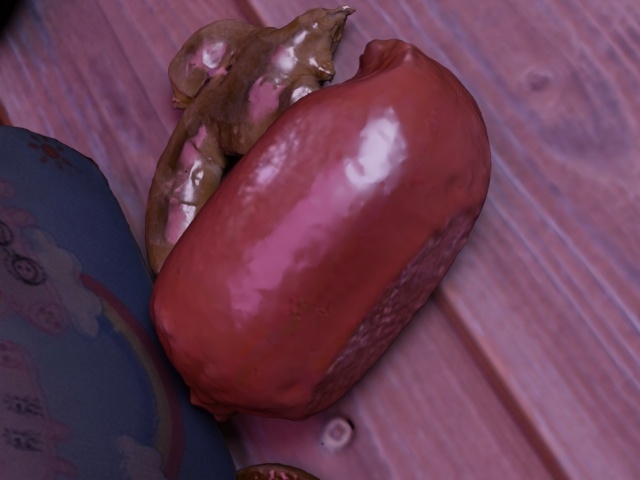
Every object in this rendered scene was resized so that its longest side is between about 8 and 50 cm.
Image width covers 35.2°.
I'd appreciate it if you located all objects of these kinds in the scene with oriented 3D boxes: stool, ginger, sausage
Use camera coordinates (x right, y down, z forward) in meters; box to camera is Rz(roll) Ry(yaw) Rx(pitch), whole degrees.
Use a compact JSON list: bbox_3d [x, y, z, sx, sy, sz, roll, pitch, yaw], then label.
[{"bbox_3d":[-0.254,0.101,0.599,0.226,0.310,0.310,-41,65,32],"label":"stool"},{"bbox_3d":[-0.057,-0.065,0.682,0.133,0.059,0.214,11,82,29],"label":"ginger"},{"bbox_3d":[0.000,0.000,0.600,0.148,0.148,0.254,43,98,25],"label":"sausage"}]

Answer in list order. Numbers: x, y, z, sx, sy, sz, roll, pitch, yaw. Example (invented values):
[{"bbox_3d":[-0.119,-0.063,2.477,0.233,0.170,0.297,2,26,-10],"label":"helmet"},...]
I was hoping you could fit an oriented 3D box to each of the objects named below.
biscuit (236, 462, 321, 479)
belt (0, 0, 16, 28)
[{"bbox_3d":[-0.008,0.208,0.623,0.175,0.026,0.124,13,86,25],"label":"biscuit"},{"bbox_3d":[-0.353,-0.247,0.783,0.289,0.184,0.164,29,97,31],"label":"belt"}]
